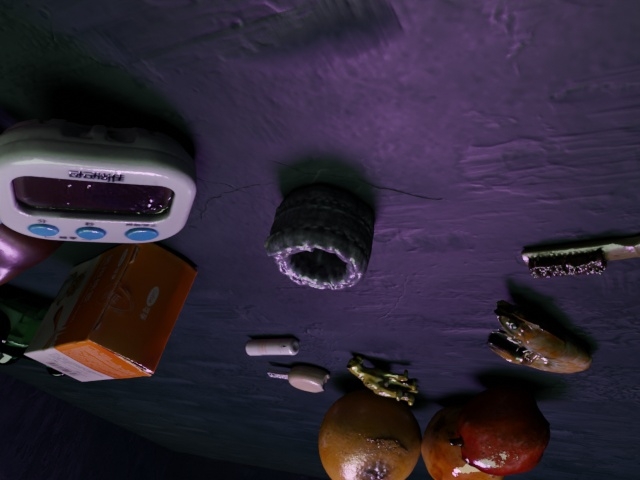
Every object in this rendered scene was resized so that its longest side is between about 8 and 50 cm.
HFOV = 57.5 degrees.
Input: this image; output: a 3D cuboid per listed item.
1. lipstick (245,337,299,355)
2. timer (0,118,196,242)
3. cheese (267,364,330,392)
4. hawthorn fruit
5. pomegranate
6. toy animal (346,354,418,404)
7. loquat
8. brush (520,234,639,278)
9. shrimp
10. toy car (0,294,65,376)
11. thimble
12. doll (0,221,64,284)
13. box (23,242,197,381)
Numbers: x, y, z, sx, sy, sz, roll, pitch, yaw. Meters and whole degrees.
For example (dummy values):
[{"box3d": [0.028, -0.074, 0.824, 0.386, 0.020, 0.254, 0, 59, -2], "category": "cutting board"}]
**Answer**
[{"box3d": [-0.113, 0.250, 1.370, 0.141, 0.040, 0.040, -9, 142, 35], "category": "lipstick"}, {"box3d": [-0.309, -0.075, 0.811, 0.262, 0.087, 0.237, 3, 153, -21], "category": "timer"}, {"box3d": [-0.054, 0.358, 1.515, 0.171, 0.047, 0.092, -9, 140, 36], "category": "cheese"}, {"box3d": [0.366, 0.401, 1.222, 0.202, 0.185, 0.185, -14, 150, -6], "category": "hawthorn fruit"}, {"box3d": [0.355, 0.503, 1.394, 0.215, 0.215, 0.215, 12, 150, 7], "category": "pomegranate"}, {"box3d": [0.148, 0.329, 1.361, 0.136, 0.073, 0.181, 10, 163, 27], "category": "toy animal"}, {"box3d": [0.124, 0.506, 1.477, 0.263, 0.263, 0.263, 12, 150, 7], "category": "loquat"}, {"box3d": [0.381, 0.019, 0.737, 0.248, 0.036, 0.043, -10, 146, 38], "category": "brush"}, {"box3d": [0.342, 0.172, 1.004, 0.296, 0.058, 0.169, 33, 149, -33], "category": "shrimp"}, {"box3d": [-0.798, 0.237, 1.565, 0.358, 0.176, 0.213, 14, 151, -4], "category": "toy car"}, {"box3d": [0.002, 0.000, 0.830, 0.150, 0.098, 0.150, 11, 150, 7], "category": "thimble"}, {"box3d": [-0.556, -0.073, 0.917, 0.318, 0.209, 0.340, -19, 149, -4], "category": "doll"}, {"box3d": [-0.418, 0.146, 1.158, 0.341, 0.225, 0.143, -16, 136, 44], "category": "box"}]
